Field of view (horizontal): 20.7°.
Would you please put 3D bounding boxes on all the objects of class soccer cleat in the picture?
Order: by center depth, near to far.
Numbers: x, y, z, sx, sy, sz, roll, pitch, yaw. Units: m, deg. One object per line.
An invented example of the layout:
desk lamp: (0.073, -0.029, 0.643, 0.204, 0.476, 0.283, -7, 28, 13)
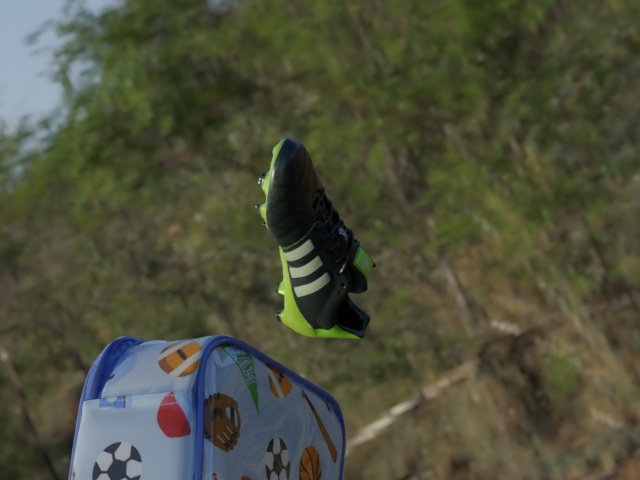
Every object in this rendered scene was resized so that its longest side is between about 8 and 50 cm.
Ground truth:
soccer cleat: (0.000, 0.000, 1.222, 0.072, 0.179, 0.060, 9, 47, 17)

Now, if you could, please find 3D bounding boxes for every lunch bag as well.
lunch bag: (-0.070, 0.225, 1.146, 0.115, 0.303, 0.243, -4, -22, 25)
